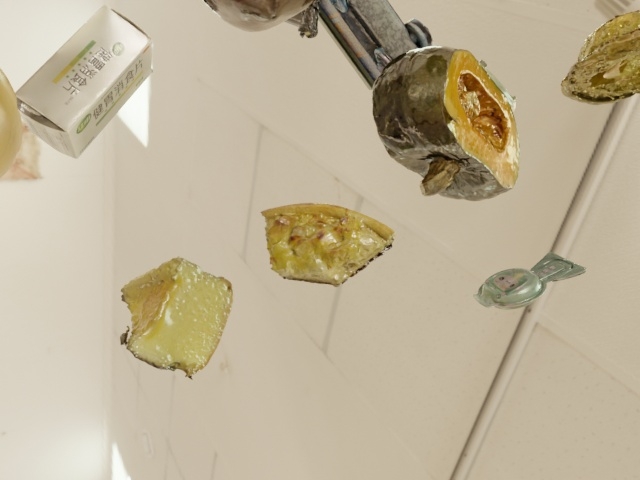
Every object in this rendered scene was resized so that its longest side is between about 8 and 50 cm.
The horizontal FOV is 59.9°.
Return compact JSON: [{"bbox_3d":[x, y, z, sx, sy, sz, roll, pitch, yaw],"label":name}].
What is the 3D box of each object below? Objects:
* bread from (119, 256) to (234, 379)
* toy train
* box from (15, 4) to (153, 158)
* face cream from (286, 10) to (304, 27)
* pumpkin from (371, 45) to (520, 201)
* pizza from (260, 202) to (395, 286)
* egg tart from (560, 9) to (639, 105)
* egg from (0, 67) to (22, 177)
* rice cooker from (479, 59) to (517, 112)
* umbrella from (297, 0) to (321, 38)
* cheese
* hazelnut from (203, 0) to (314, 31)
[{"bbox_3d":[-0.241,0.132,0.856,0.169,0.140,0.159,-24,-135,37],"label":"bread"},{"bbox_3d":[0.097,-0.446,1.124,0.299,0.131,0.202,50,-1,-21],"label":"toy train"},{"bbox_3d":[-0.556,-0.372,1.325,0.145,0.332,0.173,35,-20,-5],"label":"box"},{"bbox_3d":[-0.153,-0.555,1.230,0.284,0.073,0.073,23,-54,4],"label":"face cream"},{"bbox_3d":[0.219,-0.168,0.927,0.139,0.317,0.221,-5,-116,39],"label":"pumpkin"},{"bbox_3d":[0.000,0.000,0.628,0.160,0.098,0.035,9,-33,17],"label":"pizza"},{"bbox_3d":[0.638,-0.377,1.145,0.288,0.289,0.118,-26,-113,56],"label":"egg tart"},{"bbox_3d":[-0.411,-0.130,0.506,0.201,0.244,0.200,-3,-101,14],"label":"egg"},{"bbox_3d":[0.418,-0.385,1.608,0.244,0.226,0.226,-47,-125,20],"label":"rice cooker"},{"bbox_3d":[-0.014,-0.430,0.998,0.040,0.037,0.143,-6,-111,42],"label":"umbrella"},{"bbox_3d":[0.226,0.046,0.614,0.067,0.121,0.026,-135,-154,-62],"label":"cheese"},{"bbox_3d":[-0.042,-0.281,0.446,0.181,0.181,0.212,49,-25,-7],"label":"hazelnut"}]
